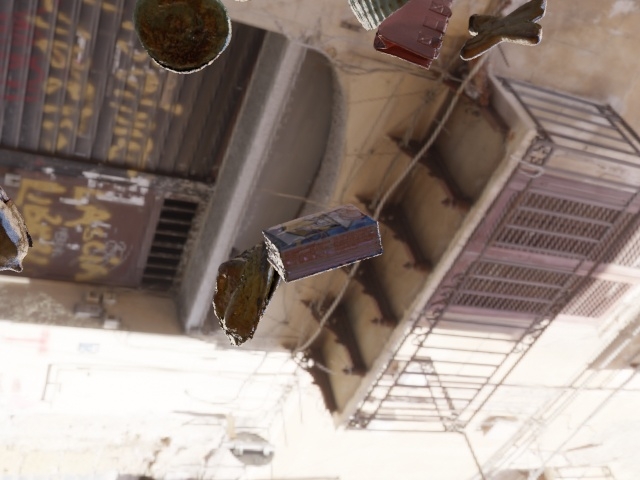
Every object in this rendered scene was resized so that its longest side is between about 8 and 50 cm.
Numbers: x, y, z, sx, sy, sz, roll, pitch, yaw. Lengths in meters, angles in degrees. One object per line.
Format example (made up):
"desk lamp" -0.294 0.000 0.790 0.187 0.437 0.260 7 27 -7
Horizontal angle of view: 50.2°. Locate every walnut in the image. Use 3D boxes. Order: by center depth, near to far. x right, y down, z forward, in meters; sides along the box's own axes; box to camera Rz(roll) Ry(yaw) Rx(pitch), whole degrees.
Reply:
"walnut" -0.666 -0.036 1.359 0.137 0.137 0.246 -130 -159 -60

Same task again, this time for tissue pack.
"tissue pack" 0.000 0.000 1.016 0.115 0.155 0.065 -135 -151 -65

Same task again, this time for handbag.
"handbag" 0.224 -0.514 1.613 0.059 0.157 0.213 111 0 -62

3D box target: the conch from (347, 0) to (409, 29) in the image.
"conch" 0.154 -0.584 1.363 0.303 0.215 0.319 -45 -165 8

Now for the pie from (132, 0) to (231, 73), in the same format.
"pie" -0.324 -0.511 1.609 0.054 0.240 0.241 -90 -161 -59

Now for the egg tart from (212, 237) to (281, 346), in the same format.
"egg tart" -0.205 0.128 1.731 0.297 0.132 0.297 -49 -148 45

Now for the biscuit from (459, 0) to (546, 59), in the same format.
"biscuit" 0.464 -0.535 1.729 0.207 0.047 0.164 -4 -123 36
